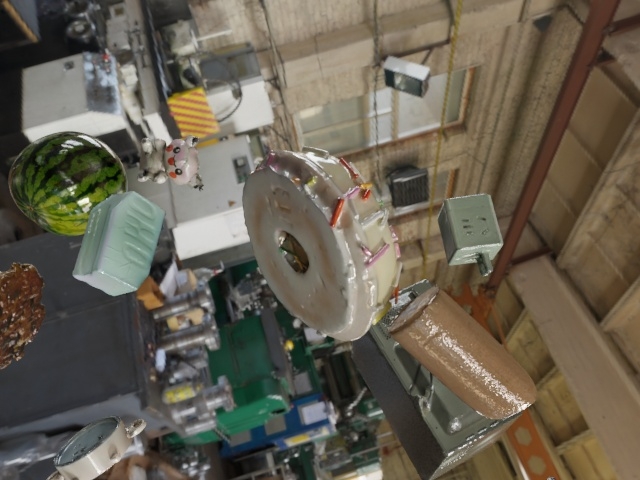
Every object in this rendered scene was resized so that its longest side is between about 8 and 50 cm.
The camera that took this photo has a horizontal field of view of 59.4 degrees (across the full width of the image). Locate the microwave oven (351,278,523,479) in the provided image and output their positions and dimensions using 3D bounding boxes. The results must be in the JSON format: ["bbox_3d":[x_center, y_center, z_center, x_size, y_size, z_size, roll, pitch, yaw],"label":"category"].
[{"bbox_3d":[0.295,0.385,1.556,0.432,0.236,0.374,57,-19,31],"label":"microwave oven"}]

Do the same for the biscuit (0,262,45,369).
[{"bbox_3d":[-0.845,0.201,1.498,0.334,0.081,0.290,108,-1,-65],"label":"biscuit"}]

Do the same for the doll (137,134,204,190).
[{"bbox_3d":[-0.403,-0.209,1.515,0.095,0.192,0.149,-6,99,-74],"label":"doll"}]

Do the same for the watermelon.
[{"bbox_3d":[-0.671,-0.152,1.516,0.285,0.285,0.285,163,-90,-87],"label":"watermelon"}]

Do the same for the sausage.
[{"bbox_3d":[0.248,0.202,0.980,0.253,0.123,0.123,44,-2,-3],"label":"sausage"}]

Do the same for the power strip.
[{"bbox_3d":[0.435,-0.003,1.623,0.139,0.140,0.224,90,-6,-67],"label":"power strip"}]

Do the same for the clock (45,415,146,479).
[{"bbox_3d":[-0.481,0.440,1.187,0.063,0.229,0.155,61,-11,-12],"label":"clock"}]

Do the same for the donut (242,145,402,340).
[{"bbox_3d":[0.000,0.000,1.045,0.382,0.142,0.383,38,-38,37],"label":"donut"}]

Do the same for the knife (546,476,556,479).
[{"bbox_3d":[0.594,0.623,1.382,0.121,0.031,0.018,48,14,-8],"label":"knife"}]

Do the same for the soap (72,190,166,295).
[{"bbox_3d":[-0.426,-0.004,1.216,0.145,0.091,0.231,42,43,-49],"label":"soap"}]
